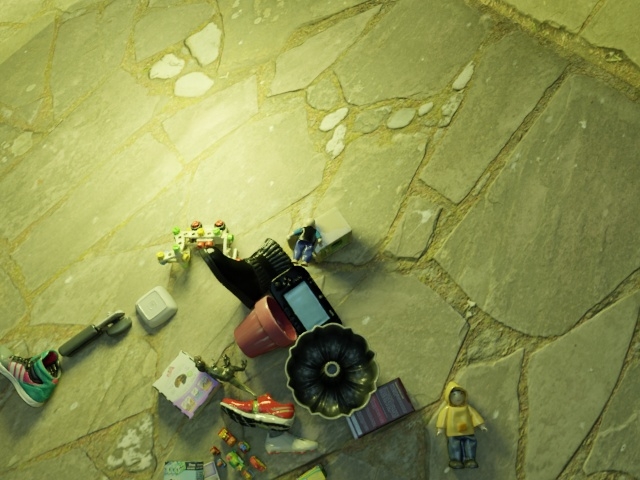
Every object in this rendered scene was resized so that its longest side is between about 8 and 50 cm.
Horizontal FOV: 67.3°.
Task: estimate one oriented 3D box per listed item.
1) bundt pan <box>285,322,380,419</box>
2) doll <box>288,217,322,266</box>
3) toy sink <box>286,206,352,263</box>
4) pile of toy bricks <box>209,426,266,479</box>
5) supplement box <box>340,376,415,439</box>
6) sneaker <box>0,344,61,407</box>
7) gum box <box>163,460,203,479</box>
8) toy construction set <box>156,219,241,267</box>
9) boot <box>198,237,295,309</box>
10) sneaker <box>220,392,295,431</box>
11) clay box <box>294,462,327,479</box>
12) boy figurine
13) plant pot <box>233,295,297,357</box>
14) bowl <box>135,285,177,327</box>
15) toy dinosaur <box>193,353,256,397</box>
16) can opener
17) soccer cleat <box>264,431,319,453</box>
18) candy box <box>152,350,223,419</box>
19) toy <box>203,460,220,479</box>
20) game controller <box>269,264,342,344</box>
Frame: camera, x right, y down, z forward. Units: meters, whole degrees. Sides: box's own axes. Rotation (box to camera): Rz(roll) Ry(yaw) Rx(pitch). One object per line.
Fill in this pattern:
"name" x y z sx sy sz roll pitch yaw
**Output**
"bundt pan" 0.042 0.470 1.705 0.330 0.124 0.331 0 63 1
"doll" -0.059 0.000 1.820 0.129 0.046 0.189 14 73 7
"toy sink" 0.000 0.000 1.921 0.234 0.153 0.131 -31 72 -9
"pile of toy bricks" -0.302 0.765 1.691 0.212 0.105 0.118 37 77 15
"supplement box" 0.205 0.605 1.737 0.239 0.073 0.130 -24 71 -4
"sneaker" -1.102 0.465 1.828 0.295 0.124 0.178 44 83 8
"gum box" -0.478 0.864 1.664 0.157 0.041 0.184 -14 67 29
"toy construction set" -0.472 0.027 1.937 0.327 0.151 0.215 9 47 -2
"boot" -0.276 0.076 1.841 0.260 0.348 0.131 -44 40 -8
"sneaker" -0.226 0.614 1.759 0.279 0.107 0.118 10 48 9
"clay box" -0.084 0.847 1.638 0.222 0.127 0.053 -30 71 -8
"boy figurine" 0.499 0.646 1.699 0.177 0.092 0.285 -1 74 6
"plant pot" -0.216 0.338 1.804 0.180 0.201 0.201 -35 72 7
"bowl" -0.661 0.262 1.917 0.142 0.053 0.142 -38 74 -9
"toy dinosaur" -0.341 0.486 1.792 0.268 0.064 0.118 27 36 1
"can opener" -0.881 0.369 1.879 0.280 0.074 0.093 -32 73 -8
"soccer cleat" -0.103 0.720 1.718 0.196 0.068 0.076 -3 67 5
"candy box" -0.496 0.539 1.800 0.196 0.070 0.165 36 76 14
"toy" -0.403 0.913 1.670 0.137 0.056 0.237 -22 71 -2
"game controller" -0.055 0.255 1.846 0.166 0.067 0.319 -34 88 -7
